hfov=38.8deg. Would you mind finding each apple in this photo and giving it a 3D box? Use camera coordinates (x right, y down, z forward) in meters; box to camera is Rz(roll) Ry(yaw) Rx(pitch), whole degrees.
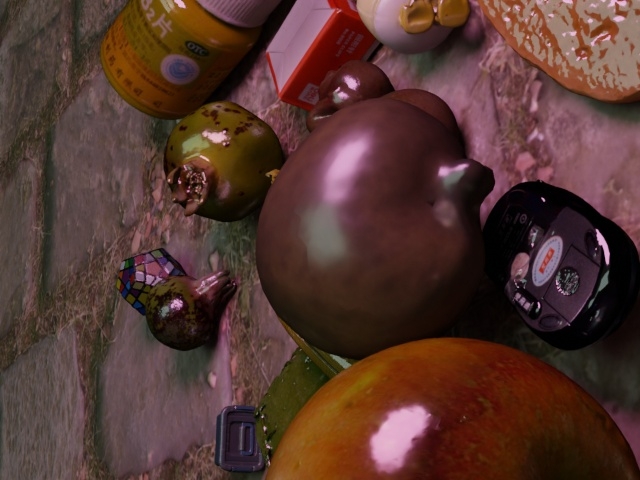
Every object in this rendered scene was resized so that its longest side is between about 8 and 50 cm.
[{"bbox_3d":[0.108,0.284,0.844,0.374,0.374,0.384,-17,59,50],"label":"apple"}]

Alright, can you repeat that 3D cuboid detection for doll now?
[{"bbox_3d":[0.102,-0.352,1.255,0.296,0.141,0.117,-119,15,-46],"label":"doll"}]

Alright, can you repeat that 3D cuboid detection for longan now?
[{"bbox_3d":[0.067,-0.013,1.015,0.300,0.243,0.300,-8,77,38],"label":"longan"}]

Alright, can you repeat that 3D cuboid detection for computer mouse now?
[{"bbox_3d":[0.257,0.024,0.949,0.137,0.096,0.233,-60,27,18],"label":"computer mouse"}]

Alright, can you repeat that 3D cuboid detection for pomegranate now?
[{"bbox_3d":[-0.216,0.117,1.556,0.138,0.163,0.125,-111,7,-58],"label":"pomegranate"},{"bbox_3d":[-0.159,-0.109,1.463,0.198,0.198,0.246,-49,28,32],"label":"pomegranate"}]

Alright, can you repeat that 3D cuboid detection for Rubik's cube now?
[{"bbox_3d":[-0.310,0.075,1.679,0.133,0.133,0.112,-14,93,51],"label":"Rubik's cube"}]

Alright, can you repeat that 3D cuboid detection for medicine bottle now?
[{"bbox_3d":[-0.215,-0.405,1.620,0.384,0.224,0.224,-39,50,39],"label":"medicine bottle"}]

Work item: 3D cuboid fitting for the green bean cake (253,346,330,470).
[{"bbox_3d":[0.015,0.244,1.183,0.200,0.113,0.214,-55,38,22],"label":"green bean cake"}]

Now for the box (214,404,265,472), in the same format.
[{"bbox_3d":[-0.126,0.305,1.395,0.054,0.074,0.099,148,127,-61],"label":"box"}]

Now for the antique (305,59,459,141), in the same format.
[{"bbox_3d":[0.083,-0.156,1.223,0.257,0.121,0.143,47,116,47],"label":"antique"}]

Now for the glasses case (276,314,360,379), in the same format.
[{"bbox_3d":[0.028,0.132,1.103,0.234,0.079,0.064,41,131,38],"label":"glasses case"}]

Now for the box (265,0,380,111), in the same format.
[{"bbox_3d":[0.006,-0.305,1.397,0.182,0.099,0.133,-53,39,31],"label":"box"}]

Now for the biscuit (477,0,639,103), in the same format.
[{"bbox_3d":[0.313,-0.349,0.958,0.365,0.062,0.385,-39,69,39],"label":"biscuit"}]

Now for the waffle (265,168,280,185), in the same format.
[{"bbox_3d":[0.002,0.000,1.265,0.254,0.052,0.245,-1,104,62],"label":"waffle"}]
